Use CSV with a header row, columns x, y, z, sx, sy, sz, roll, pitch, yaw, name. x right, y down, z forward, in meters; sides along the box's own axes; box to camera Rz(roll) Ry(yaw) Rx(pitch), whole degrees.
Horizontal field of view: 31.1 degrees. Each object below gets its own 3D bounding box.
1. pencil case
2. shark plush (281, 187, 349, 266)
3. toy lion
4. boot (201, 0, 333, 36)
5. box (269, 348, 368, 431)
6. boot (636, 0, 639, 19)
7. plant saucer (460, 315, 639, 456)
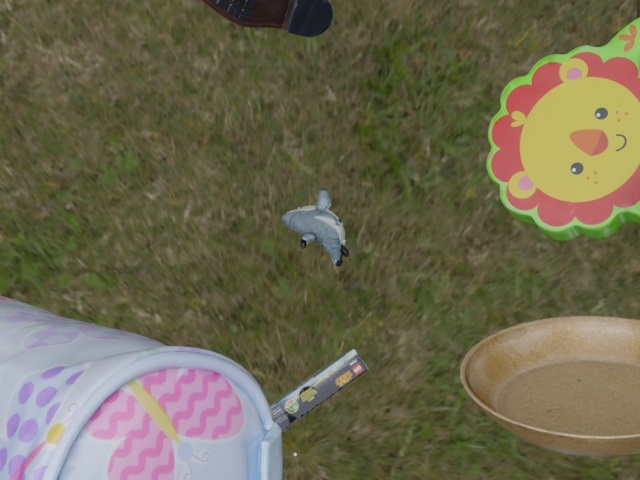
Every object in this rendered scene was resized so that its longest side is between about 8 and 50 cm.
x,y,z,sx,sy,sz,roll,pitch,yaw,name
-0.140,0.083,0.537,0.124,0.273,0.113,12,88,-41,pencil case
0.000,0.000,1.600,0.067,0.073,0.161,-16,44,-12,shark plush
0.113,-0.042,0.417,0.096,0.034,0.100,29,86,28,toy lion
-0.099,-0.329,1.526,0.219,0.106,0.082,16,105,-32,boot
-0.021,0.157,1.127,0.137,0.094,0.027,-35,87,-10,box
0.164,-0.119,0.592,0.037,0.106,0.114,4,76,-17,boot
0.086,0.047,0.364,0.083,0.083,0.015,-5,110,-2,plant saucer
